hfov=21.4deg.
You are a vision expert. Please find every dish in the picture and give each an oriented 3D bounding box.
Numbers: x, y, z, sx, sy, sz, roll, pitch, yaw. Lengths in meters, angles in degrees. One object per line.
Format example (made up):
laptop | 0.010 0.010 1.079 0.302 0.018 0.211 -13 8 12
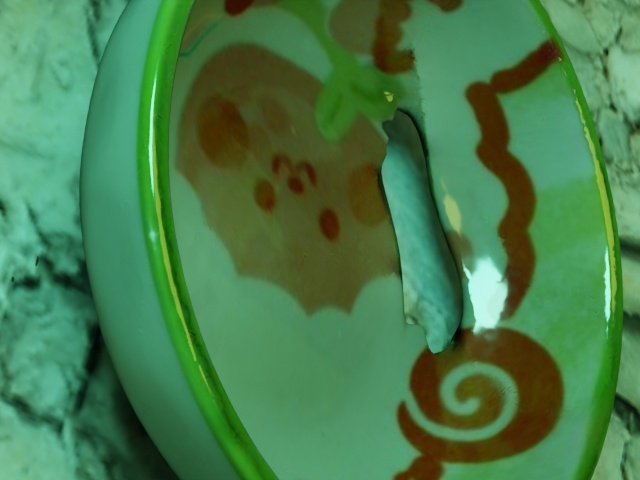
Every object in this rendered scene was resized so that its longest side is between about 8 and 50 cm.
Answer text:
dish | 0.000 0.000 0.760 0.324 0.124 0.324 16 69 -48
